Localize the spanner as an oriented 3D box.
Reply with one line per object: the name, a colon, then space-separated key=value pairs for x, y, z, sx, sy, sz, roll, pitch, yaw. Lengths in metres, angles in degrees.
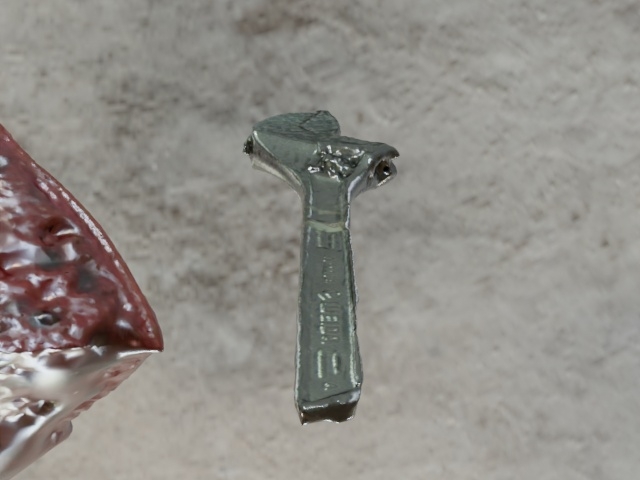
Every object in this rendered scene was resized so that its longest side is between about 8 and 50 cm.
spanner: x=0.000 y=0.000 z=0.914 sx=0.093 sy=0.325 sz=0.026 roll=1 pitch=119 yaw=-1

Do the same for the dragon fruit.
dragon fruit: x=-0.303 y=0.064 z=0.907 sx=0.302 sy=0.240 sz=0.330 roll=47 pitch=119 yaw=10
